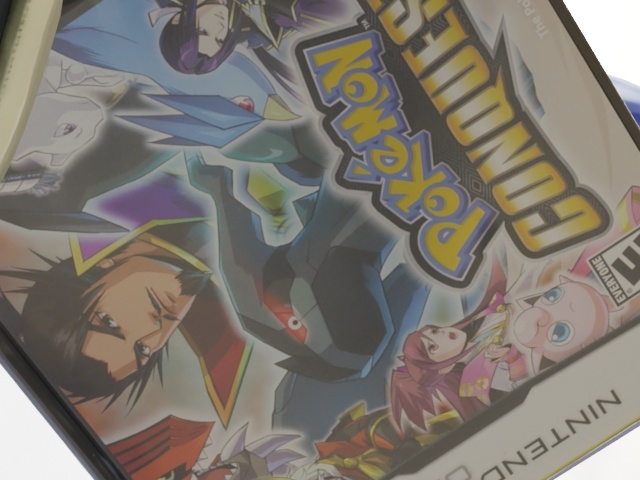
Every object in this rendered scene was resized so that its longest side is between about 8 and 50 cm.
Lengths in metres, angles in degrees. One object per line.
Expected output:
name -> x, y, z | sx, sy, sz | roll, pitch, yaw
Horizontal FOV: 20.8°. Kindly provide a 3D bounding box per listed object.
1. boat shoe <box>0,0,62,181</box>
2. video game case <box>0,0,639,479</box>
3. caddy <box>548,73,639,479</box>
boat shoe -> -0.086, -0.100, 0.314 | 0.079, 0.095, 0.255 | -42, -22, -59
video game case -> 0.000, 0.000, 0.663 | 0.275, 0.248, 0.035 | 55, -176, -21
caddy -> 0.077, 0.004, 0.982 | 0.341, 0.241, 0.179 | -25, -46, -34
